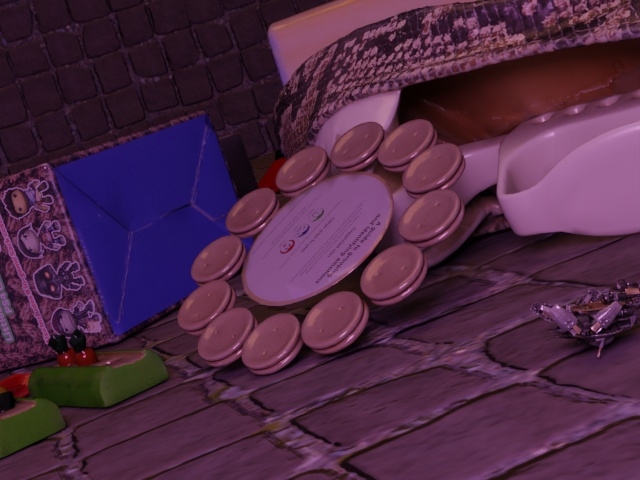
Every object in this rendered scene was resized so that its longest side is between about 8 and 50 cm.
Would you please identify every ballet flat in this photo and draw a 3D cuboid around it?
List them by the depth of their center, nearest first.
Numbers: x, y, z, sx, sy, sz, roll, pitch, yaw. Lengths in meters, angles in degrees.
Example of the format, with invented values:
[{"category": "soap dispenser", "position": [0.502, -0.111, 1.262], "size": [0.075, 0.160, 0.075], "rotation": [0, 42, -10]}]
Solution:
[{"category": "ballet flat", "position": [0.126, -0.066, 0.785], "size": [0.483, 0.164, 0.182], "rotation": [-12, 36, 39]}]

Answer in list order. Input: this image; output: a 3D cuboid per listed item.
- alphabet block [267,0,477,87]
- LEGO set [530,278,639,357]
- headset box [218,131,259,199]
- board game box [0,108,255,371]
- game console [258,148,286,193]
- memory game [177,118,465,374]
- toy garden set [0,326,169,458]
[{"category": "alphabet block", "position": [0.102, -0.124, 1.053], "size": [0.197, 0.192, 0.193], "rotation": [-15, 10, 23]}, {"category": "LEGO set", "position": [0.116, 0.031, 0.515], "size": [0.083, 0.023, 0.054], "rotation": [-8, 2, -31]}, {"category": "headset box", "position": [-0.200, -0.034, 1.476], "size": [0.218, 0.110, 0.293], "rotation": [-21, 7, -17]}, {"category": "board game box", "position": [-0.242, 0.013, 1.087], "size": [0.291, 0.141, 0.232], "rotation": [-15, 8, 30]}, {"category": "game console", "position": [-0.007, -0.094, 1.833], "size": [0.124, 0.085, 0.144], "rotation": [15, -15, -37]}, {"category": "memory game", "position": [0.000, 0.000, 0.718], "size": [0.186, 0.012, 0.186], "rotation": [-26, 33, 19]}, {"category": "toy garden set", "position": [-0.243, 0.105, 0.753], "size": [0.244, 0.049, 0.204], "rotation": [-24, 8, -34]}]
